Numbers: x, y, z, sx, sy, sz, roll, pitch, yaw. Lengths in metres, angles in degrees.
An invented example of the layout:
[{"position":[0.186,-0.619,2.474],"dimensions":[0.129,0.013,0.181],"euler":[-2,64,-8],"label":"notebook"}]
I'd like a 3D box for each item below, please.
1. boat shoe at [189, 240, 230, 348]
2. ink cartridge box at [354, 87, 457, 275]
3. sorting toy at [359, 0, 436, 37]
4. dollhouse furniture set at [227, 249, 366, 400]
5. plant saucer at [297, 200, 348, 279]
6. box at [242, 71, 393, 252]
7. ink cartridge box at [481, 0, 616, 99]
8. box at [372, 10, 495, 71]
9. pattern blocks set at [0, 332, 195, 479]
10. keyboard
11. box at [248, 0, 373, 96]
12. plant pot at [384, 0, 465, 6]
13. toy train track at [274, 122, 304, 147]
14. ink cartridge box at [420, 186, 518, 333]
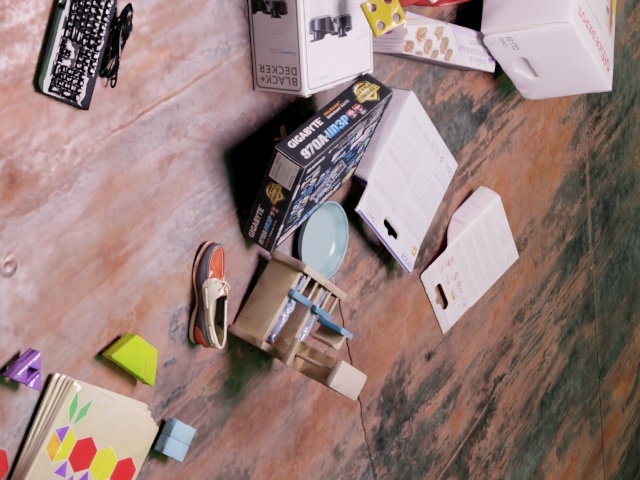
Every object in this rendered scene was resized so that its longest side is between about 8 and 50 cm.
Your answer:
[{"position":[-0.135,0.070,1.294],"dimensions":[0.049,0.043,0.137],"euler":[2,96,-54],"label":"boat shoe"},{"position":[0.128,-0.091,1.635],"dimensions":[0.223,0.045,0.224],"euler":[49,60,-49],"label":"ink cartridge box"},{"position":[0.125,-0.386,1.299],"dimensions":[0.132,0.046,0.274],"euler":[39,87,-11],"label":"sorting toy"},{"position":[0.002,0.120,1.367],"dimensions":[0.129,0.183,0.129],"euler":[-61,144,-7],"label":"dollhouse furniture set"},{"position":[0.000,0.000,1.493],"dimensions":[0.119,0.021,0.119],"euler":[-23,119,-51],"label":"plant saucer"},{"position":[-0.002,-0.105,1.358],"dimensions":[0.220,0.051,0.175],"euler":[-44,166,-40],"label":"box"},{"position":[0.412,-0.477,1.782],"dimensions":[0.279,0.160,0.385],"euler":[31,62,-56],"label":"ink cartridge box"},{"position":[0.189,-0.318,1.644],"dimensions":[0.324,0.067,0.063],"euler":[-4,102,-55],"label":"box"},{"position":[-0.269,0.240,1.160],"dimensions":[0.285,0.026,0.325],"euler":[-61,142,-25],"label":"pattern blocks set"},{"position":[-0.231,-0.234,1.071],"dimensions":[0.100,0.038,0.192],"euler":[18,85,-56],"label":"keyboard"},{"position":[-0.014,-0.345,1.315],"dimensions":[0.169,0.087,0.290],"euler":[-30,122,-49],"label":"box"},{"position":[0.141,-0.419,1.436],"dimensions":[0.174,0.191,0.191],"euler":[-26,120,-41],"label":"plant pot"},{"position":[-0.043,-0.142,1.398],"dimensions":[0.083,0.014,0.048],"euler":[-43,126,-49],"label":"toy train track"},{"position":[0.265,0.038,1.892],"dimensions":[0.224,0.056,0.181],"euler":[-42,135,-17],"label":"ink cartridge box"}]
